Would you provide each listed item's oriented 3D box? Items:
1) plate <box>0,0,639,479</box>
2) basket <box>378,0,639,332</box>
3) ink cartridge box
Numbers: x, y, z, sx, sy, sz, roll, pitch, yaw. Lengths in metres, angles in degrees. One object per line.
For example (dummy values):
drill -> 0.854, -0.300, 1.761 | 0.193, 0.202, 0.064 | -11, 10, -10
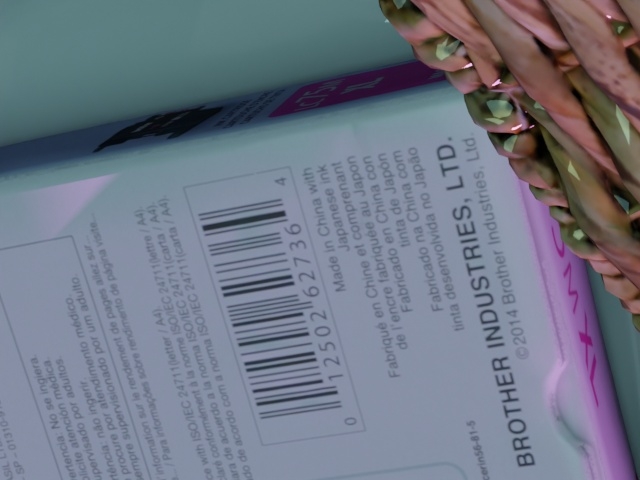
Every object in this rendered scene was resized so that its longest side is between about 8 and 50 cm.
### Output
plate -> 0.000, 0.000, 0.599 | 0.277, 0.045, 0.278 | -6, 107, 16
basket -> 0.141, -0.118, 0.395 | 0.223, 0.213, 0.299 | -18, 122, 43
ink cartridge box -> -0.067, 0.061, 0.580 | 0.311, 0.065, 0.185 | -11, 106, 16
